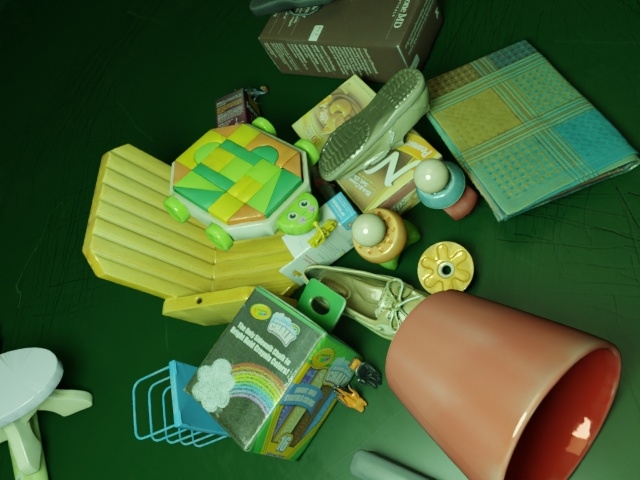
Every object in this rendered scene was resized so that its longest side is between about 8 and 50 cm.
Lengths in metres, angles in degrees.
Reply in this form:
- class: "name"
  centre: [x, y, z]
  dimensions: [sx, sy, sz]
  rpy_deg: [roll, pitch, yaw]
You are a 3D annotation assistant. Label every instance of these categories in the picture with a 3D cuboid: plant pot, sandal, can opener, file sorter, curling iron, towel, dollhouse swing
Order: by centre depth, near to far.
- class: "plant pot"
  centre: [0.245, 0.205, 0.813]
  dimensions: [0.243, 0.275, 0.274]
  rpy_deg: [32, 82, 45]
- class: "can opener"
  centre: [0.169, 0.404, 0.852]
  dimensions: [0.281, 0.074, 0.093]
  rpy_deg: [19, 76, 33]
- class: "file sorter"
  centre: [-0.251, 0.312, 1.051]
  dimensions: [0.105, 0.170, 0.118]
  rpy_deg: [-26, 57, 18]
- class: "towel"
  centre: [0.366, -0.219, 1.056]
  dimensions: [0.272, 0.040, 0.370]
  rpy_deg: [-23, 55, -2]
- class: "dollhouse swing"
  centre: [-0.233, -0.045, 1.137]
  dimensions: [0.316, 0.305, 0.346]
  rpy_deg: [-11, 61, 22]
- class: "curling iron"
  centre: [0.013, -0.112, 1.201]
  dimensions: [0.035, 0.068, 0.274]
  rpy_deg: [-36, 60, 4]
- class: "sandal"
  centre: [-0.054, -0.555, 1.297]
  dimensions: [0.255, 0.054, 0.097]
  rpy_deg: [13, 65, 41]

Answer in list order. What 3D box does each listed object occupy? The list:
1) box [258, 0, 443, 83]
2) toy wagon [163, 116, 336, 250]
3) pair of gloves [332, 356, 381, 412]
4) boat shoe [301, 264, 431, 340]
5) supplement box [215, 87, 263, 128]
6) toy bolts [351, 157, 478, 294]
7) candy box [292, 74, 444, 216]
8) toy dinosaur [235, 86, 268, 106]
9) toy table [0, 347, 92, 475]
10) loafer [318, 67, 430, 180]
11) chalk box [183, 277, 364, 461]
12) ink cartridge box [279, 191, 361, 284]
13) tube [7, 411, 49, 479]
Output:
- class: "box"
  centre: [0.065, -0.488, 1.310]
  dimensions: [0.382, 0.143, 0.191]
  rpy_deg: [15, 73, 30]
- class: "toy wagon"
  centre: [-0.119, -0.101, 1.056]
  dimensions: [0.345, 0.068, 0.267]
  rpy_deg: [30, 66, 28]
- class: "pair of gloves"
  centre: [0.065, 0.253, 0.987]
  dimensions: [0.083, 0.074, 0.010]
  rpy_deg: [-55, 19, -8]
- class: "boat shoe"
  centre: [0.093, 0.111, 1.025]
  dimensions: [0.286, 0.089, 0.104]
  rpy_deg: [12, 72, 31]
- class: "supplement box"
  centre: [-0.184, -0.249, 1.334]
  dimensions: [0.081, 0.104, 0.188]
  rpy_deg: [-20, 59, 16]
- class: "toy bolts"
  centre: [0.183, -0.029, 0.981]
  dimensions: [0.218, 0.158, 0.228]
  rpy_deg: [38, 98, 30]
- class: "candy box"
  centre: [0.096, -0.188, 1.174]
  dimensions: [0.183, 0.087, 0.316]
  rpy_deg: [-39, 56, 4]
- class: "toy dinosaur"
  centre: [-0.175, -0.381, 1.437]
  dimensions: [0.082, 0.047, 0.090]
  rpy_deg: [-16, 47, -2]
- class: "toy table"
  centre: [-0.648, 0.351, 1.201]
  dimensions: [0.275, 0.160, 0.252]
  rpy_deg: [-13, 43, 8]
- class: "loafer"
  centre: [0.108, -0.201, 1.068]
  dimensions: [0.268, 0.092, 0.101]
  rpy_deg: [-41, 46, 22]
- class: "chalk box"
  centre: [-0.058, 0.210, 1.001]
  dimensions: [0.180, 0.179, 0.288]
  rpy_deg: [31, 81, 35]
- class: "ink cartridge box"
  centre: [0.000, 0.000, 1.089]
  dimensions: [0.181, 0.104, 0.061]
  rpy_deg: [-37, 59, 7]
- class: "tube"
  centre: [-0.644, 0.467, 1.241]
  dimensions: [0.240, 0.070, 0.062]
  rpy_deg: [49, 136, 40]
